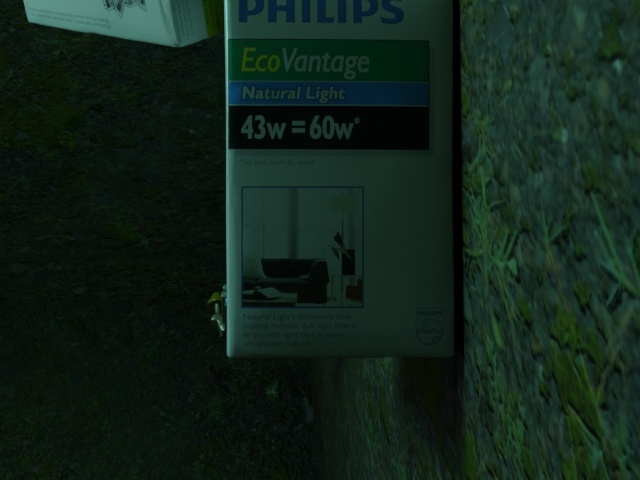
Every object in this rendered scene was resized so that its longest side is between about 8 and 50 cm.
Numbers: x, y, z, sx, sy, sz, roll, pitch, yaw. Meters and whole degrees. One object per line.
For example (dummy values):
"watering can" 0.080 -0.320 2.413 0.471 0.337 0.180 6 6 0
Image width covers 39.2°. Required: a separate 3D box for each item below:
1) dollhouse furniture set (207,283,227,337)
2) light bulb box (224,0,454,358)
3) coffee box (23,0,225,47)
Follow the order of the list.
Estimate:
"dollhouse furniture set" -0.091 0.061 1.881 0.286 0.303 0.198 97 170 -62
"light bulb box" 0.009 -0.067 1.011 0.358 0.225 0.361 -170 80 -86
"coffee box" -0.180 -0.463 1.121 0.337 0.334 0.338 20 128 40
